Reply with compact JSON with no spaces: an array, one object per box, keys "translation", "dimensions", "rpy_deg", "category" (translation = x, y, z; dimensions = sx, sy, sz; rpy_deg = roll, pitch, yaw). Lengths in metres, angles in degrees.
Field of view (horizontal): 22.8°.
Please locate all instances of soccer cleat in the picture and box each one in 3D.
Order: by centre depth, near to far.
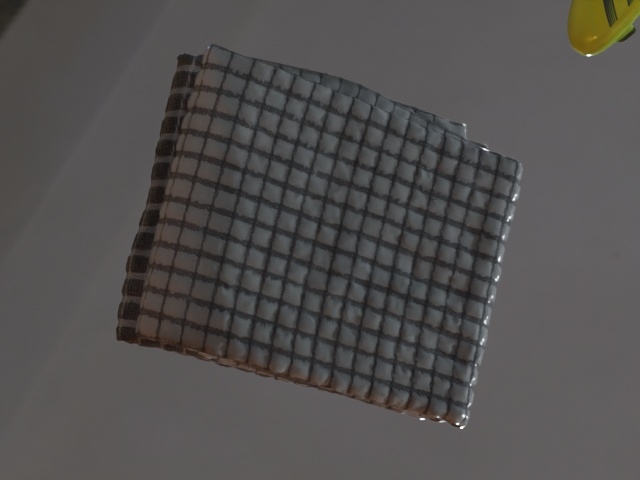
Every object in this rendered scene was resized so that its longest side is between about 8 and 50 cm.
[{"translation":[0.291,-0.315,1.488],"dimensions":[0.289,0.121,0.093],"rpy_deg":[-63,-153,13],"category":"soccer cleat"}]

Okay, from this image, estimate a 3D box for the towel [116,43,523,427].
[{"translation":[0.000,0.000,1.223],"dimensions":[0.121,0.284,0.235],"rpy_deg":[-10,-114,64],"category":"towel"}]
